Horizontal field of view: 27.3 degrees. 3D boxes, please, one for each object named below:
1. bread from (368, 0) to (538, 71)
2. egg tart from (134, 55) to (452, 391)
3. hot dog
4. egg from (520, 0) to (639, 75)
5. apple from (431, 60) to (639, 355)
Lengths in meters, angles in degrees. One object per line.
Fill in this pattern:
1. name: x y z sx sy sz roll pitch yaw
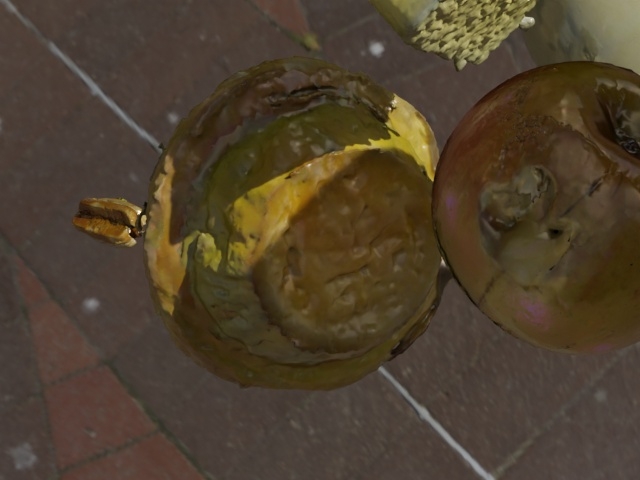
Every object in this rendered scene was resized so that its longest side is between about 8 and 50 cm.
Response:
1. bread: 0.129 -0.236 0.829 0.266 0.178 0.142 -48 13 20
2. egg tart: 0.000 0.000 1.027 0.288 0.288 0.118 -50 31 -9
3. hot dog: -0.230 -0.021 1.465 0.133 0.041 0.056 16 81 49
4. egg: 0.296 -0.245 1.359 0.186 0.186 0.242 -10 75 14
5. apple: 0.127 -0.021 0.637 0.146 0.146 0.146 -8 63 15
